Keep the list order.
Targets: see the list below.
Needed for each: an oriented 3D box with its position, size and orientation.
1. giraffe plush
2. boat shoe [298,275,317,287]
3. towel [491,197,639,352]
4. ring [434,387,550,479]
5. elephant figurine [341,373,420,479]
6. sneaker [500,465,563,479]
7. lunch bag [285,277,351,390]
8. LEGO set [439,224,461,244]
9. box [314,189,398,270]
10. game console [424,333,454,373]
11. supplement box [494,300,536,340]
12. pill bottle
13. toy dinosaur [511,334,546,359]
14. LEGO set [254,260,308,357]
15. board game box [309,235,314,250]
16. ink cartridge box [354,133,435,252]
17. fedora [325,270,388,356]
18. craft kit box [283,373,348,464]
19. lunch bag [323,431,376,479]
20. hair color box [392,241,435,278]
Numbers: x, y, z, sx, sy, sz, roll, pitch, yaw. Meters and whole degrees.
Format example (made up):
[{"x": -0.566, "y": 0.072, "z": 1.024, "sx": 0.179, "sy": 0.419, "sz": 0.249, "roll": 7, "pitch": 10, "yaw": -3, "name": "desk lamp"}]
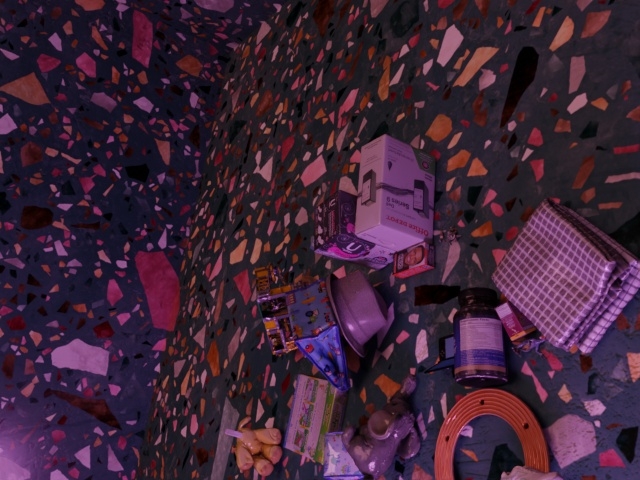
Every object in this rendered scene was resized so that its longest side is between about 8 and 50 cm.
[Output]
[{"x": -0.246, "y": 0.740, "z": 2.258, "sx": 0.181, "sy": 0.210, "sz": 0.170, "roll": -54, "pitch": -10, "yaw": -35, "name": "giraffe plush"}, {"x": -0.045, "y": 0.170, "z": 2.305, "sx": 0.190, "sy": 0.072, "sz": 0.068, "roll": 35, "pitch": 104, "yaw": 59, "name": "boat shoe"}, {"x": 0.515, "y": 0.071, "z": 1.372, "sx": 0.235, "sy": 0.121, "sz": 0.284, "roll": -61, "pitch": 32, "yaw": 21, "name": "towel"}, {"x": 0.383, "y": 0.505, "z": 1.447, "sx": 0.336, "sy": 0.032, "sz": 0.337, "roll": -34, "pitch": 47, "yaw": 48, "name": "ring"}, {"x": 0.183, "y": 0.495, "z": 1.685, "sx": 0.239, "sy": 0.169, "sz": 0.186, "roll": -43, "pitch": 67, "yaw": 17, "name": "elephant figurine"}, {"x": 0.423, "y": 0.486, "z": 1.307, "sx": 0.152, "sy": 0.053, "sz": 0.061, "roll": -39, "pitch": 41, "yaw": 44, "name": "sneaker"}, {"x": 0.015, "y": 0.304, "z": 1.951, "sx": 0.138, "sy": 0.293, "sz": 0.221, "roll": -21, "pitch": 37, "yaw": 4, "name": "lunch bag"}, {"x": 0.355, "y": -0.014, "z": 1.783, "sx": 0.083, "sy": 0.023, "sz": 0.054, "roll": -30, "pitch": 50, "yaw": 50, "name": "LEGO set"}, {"x": 0.118, "y": -0.027, "z": 1.961, "sx": 0.142, "sy": 0.247, "sz": 0.163, "roll": -37, "pitch": 45, "yaw": 47, "name": "box"}, {"x": 0.325, "y": 0.281, "z": 1.625, "sx": 0.122, "sy": 0.071, "sz": 0.107, "roll": -29, "pitch": 51, "yaw": 50, "name": "game console"}, {"x": 0.446, "y": 0.180, "z": 1.466, "sx": 0.043, "sy": 0.055, "sz": 0.083, "roll": -42, "pitch": 65, "yaw": 42, "name": "supplement box"}, {"x": 0.376, "y": 0.228, "z": 1.516, "sx": 0.123, "sy": 0.122, "sz": 0.219, "roll": -29, "pitch": 50, "yaw": 50, "name": "pill bottle"}, {"x": 0.472, "y": 0.228, "z": 1.443, "sx": 0.082, "sy": 0.047, "sz": 0.090, "roll": -39, "pitch": 29, "yaw": 17, "name": "toy dinosaur"}, {"x": -0.104, "y": 0.234, "z": 2.243, "sx": 0.255, "sy": 0.192, "sz": 0.331, "roll": -105, "pitch": 2, "yaw": -72, "name": "LEGO set"}, {"x": 0.000, "y": 0.000, "z": 2.377, "sx": 0.090, "sy": 0.020, "sz": 0.090, "roll": 25, "pitch": 98, "yaw": 60, "name": "board game box"}, {"x": 0.224, "y": -0.132, "z": 1.883, "sx": 0.121, "sy": 0.211, "sz": 0.289, "roll": -22, "pitch": 57, "yaw": 52, "name": "ink cartridge box"}, {"x": 0.123, "y": 0.196, "z": 1.913, "sx": 0.124, "sy": 0.244, "sz": 0.275, "roll": -29, "pitch": 38, "yaw": 10, "name": "fedora"}, {"x": -0.016, "y": 0.567, "z": 2.062, "sx": 0.246, "sy": 0.061, "sz": 0.250, "roll": -7, "pitch": 68, "yaw": 61, "name": "craft kit box"}, {"x": 0.091, "y": 0.611, "z": 1.818, "sx": 0.151, "sy": 0.096, "sz": 0.129, "roll": -13, "pitch": 59, "yaw": 23, "name": "lunch bag"}, {"x": 0.271, "y": 0.059, "z": 1.866, "sx": 0.141, "sy": 0.043, "sz": 0.072, "roll": -26, "pitch": 52, "yaw": 51, "name": "hair color box"}]
